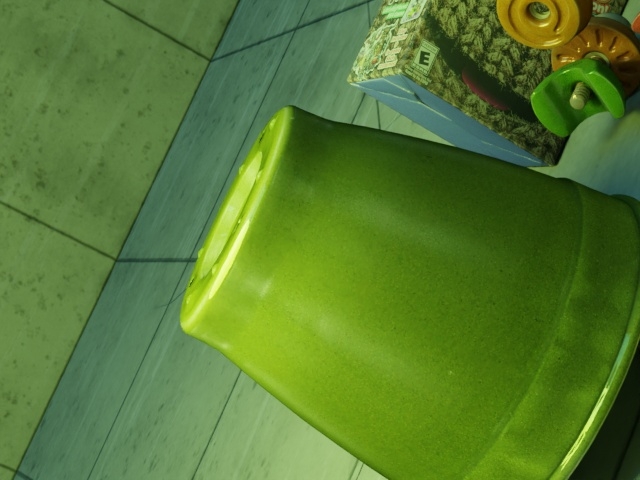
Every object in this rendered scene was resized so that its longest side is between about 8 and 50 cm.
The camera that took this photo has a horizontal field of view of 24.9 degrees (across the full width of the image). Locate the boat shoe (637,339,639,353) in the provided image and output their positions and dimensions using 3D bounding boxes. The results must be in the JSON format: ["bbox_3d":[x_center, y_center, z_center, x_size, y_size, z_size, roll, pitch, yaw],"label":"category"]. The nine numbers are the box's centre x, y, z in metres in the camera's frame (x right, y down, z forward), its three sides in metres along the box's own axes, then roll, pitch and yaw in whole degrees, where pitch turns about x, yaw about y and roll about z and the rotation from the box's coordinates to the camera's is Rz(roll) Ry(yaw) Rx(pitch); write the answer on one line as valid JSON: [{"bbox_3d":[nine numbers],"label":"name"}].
[{"bbox_3d":[0.308,0.097,1.251,0.068,0.072,0.190,-58,21,11],"label":"boat shoe"}]

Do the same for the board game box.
[{"bbox_3d":[0.209,-0.264,1.710,0.291,0.232,0.141,-66,22,-9],"label":"board game box"}]

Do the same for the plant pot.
[{"bbox_3d":[0.067,0.051,1.390,0.366,0.353,0.366,-61,11,21],"label":"plant pot"}]

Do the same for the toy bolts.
[{"bbox_3d":[0.318,-0.248,1.521,0.228,0.218,0.158,-14,33,39],"label":"toy bolts"}]
